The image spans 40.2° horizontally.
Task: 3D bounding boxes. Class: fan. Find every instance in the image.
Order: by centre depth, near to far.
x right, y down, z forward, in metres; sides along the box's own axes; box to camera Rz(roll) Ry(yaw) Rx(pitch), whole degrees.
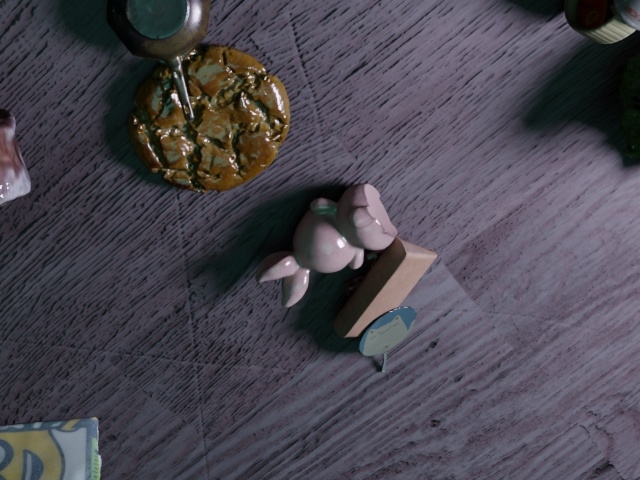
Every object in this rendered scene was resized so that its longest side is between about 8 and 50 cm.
[{"bbox_3d":[0.109,0.169,1.447,0.113,0.005,0.175,-24,143,-20],"label":"fan"}]

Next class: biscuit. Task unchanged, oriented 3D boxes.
[{"bbox_3d":[-0.151,-0.163,1.203,0.226,0.042,0.225,-6,120,-11],"label":"biscuit"}]

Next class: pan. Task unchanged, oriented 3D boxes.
[{"bbox_3d":[-0.182,-0.263,1.105,0.128,0.048,0.202,-37,107,5],"label":"pan"}]

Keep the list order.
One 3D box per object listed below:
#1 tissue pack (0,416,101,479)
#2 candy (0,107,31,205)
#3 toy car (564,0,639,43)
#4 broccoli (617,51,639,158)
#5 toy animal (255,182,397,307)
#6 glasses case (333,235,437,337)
[{"bbox_3d":[-0.487,0.390,1.309,0.311,0.228,0.127,-1,120,-15],"label":"tissue pack"},{"bbox_3d":[-0.502,-0.097,1.042,0.290,0.214,0.157,-6,114,-13],"label":"candy"},{"bbox_3d":[0.420,-0.358,1.159,0.145,0.235,0.235,19,112,-23],"label":"toy car"},{"bbox_3d":[0.550,-0.184,1.291,0.270,0.269,0.270,-12,152,-9],"label":"broccoli"},{"bbox_3d":[0.000,0.000,1.306,0.213,0.124,0.124,-29,122,12],"label":"toy animal"},{"bbox_3d":[0.102,0.067,1.386,0.103,0.070,0.193,4,129,-44],"label":"glasses case"}]
